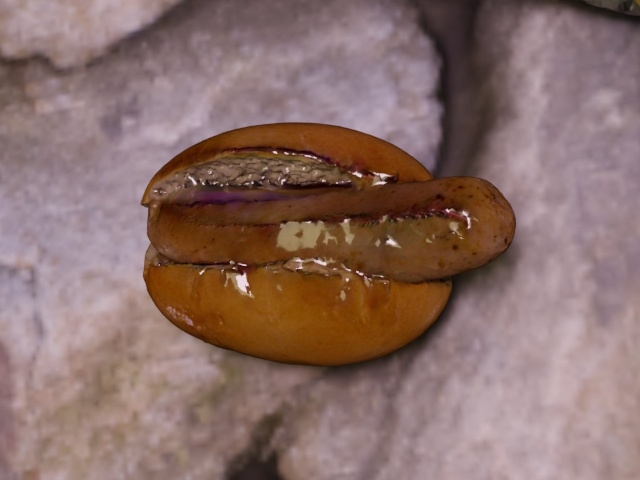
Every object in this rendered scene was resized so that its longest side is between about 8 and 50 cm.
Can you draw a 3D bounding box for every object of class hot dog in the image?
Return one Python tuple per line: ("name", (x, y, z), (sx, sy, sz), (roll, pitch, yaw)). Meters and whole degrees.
("hot dog", (-0.001, 0.002, 0.514), (0.140, 0.060, 0.089), (10, 88, 13))

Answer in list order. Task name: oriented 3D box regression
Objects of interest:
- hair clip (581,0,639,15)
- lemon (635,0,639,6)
("hair clip", (0.000, -0.166, 0.524), (0.321, 0.091, 0.138), (6, 80, 15))
("lemon", (0.252, -0.163, 0.337), (0.364, 0.364, 0.364), (-2, 80, 14))
